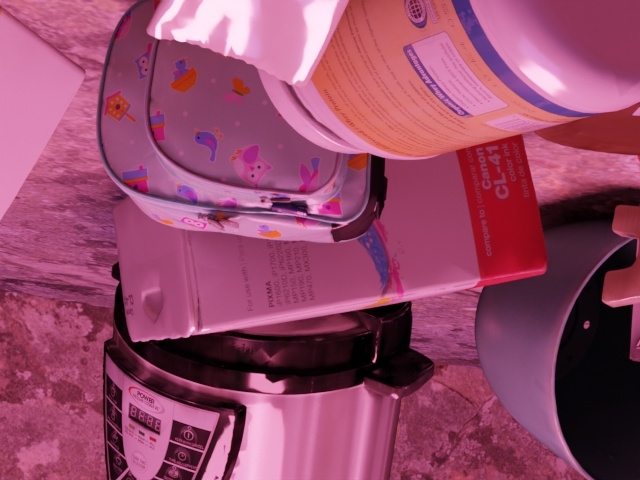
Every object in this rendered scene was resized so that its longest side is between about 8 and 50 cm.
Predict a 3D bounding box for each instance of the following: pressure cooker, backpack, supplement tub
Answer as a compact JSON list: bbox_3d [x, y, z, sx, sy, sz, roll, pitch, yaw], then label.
[{"bbox_3d":[-0.079,0.152,1.352,0.369,0.420,0.375,3,-157,-11],"label":"pressure cooker"},{"bbox_3d":[-0.054,-0.085,0.725,0.188,0.166,0.144,3,172,12],"label":"backpack"},{"bbox_3d":[0.068,-0.119,0.549,0.144,0.144,0.199,14,166,-33],"label":"supplement tub"}]

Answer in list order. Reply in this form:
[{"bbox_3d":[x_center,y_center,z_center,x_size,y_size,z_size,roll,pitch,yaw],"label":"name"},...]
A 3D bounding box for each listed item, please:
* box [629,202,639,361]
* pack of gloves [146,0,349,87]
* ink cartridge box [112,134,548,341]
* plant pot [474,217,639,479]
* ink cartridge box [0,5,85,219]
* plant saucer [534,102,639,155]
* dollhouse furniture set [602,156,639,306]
[{"bbox_3d":[0.400,0.043,1.070,0.231,0.183,0.056,15,167,-34],"label":"box"},{"bbox_3d":[-0.051,-0.152,0.417,0.195,0.046,0.232,19,141,-16],"label":"pack of gloves"},{"bbox_3d":[0.000,0.000,0.938,0.306,0.131,0.226,-6,176,-24],"label":"ink cartridge box"},{"bbox_3d":[0.310,0.106,1.226,0.293,0.293,0.235,12,-176,-25],"label":"plant pot"},{"bbox_3d":[-0.307,-0.096,0.597,0.198,0.197,0.270,30,177,20],"label":"ink cartridge box"},{"bbox_3d":[0.245,-0.086,0.662,0.277,0.041,0.278,3,176,0],"label":"plant saucer"},{"bbox_3d":[0.393,0.006,0.888,0.152,0.201,0.374,-4,158,43],"label":"dollhouse furniture set"}]
